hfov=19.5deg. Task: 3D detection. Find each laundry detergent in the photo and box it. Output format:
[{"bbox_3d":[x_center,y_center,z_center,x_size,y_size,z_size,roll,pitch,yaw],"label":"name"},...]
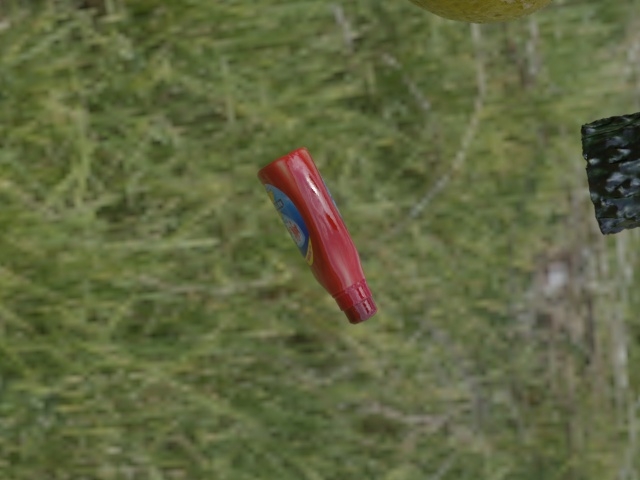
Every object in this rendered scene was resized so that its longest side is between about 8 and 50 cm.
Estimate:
[{"bbox_3d":[0.000,0.000,1.683,0.165,0.049,0.097,63,-12,1],"label":"laundry detergent"}]

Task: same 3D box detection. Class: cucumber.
[{"bbox_3d":[0.377,-0.073,1.389,0.096,0.359,0.096,-9,90,-71],"label":"cucumber"}]

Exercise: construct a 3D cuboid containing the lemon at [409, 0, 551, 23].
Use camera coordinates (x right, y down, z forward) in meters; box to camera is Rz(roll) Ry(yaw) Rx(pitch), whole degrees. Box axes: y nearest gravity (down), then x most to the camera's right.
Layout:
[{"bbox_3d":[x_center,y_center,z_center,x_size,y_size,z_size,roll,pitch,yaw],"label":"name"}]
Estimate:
[{"bbox_3d":[0.154,-0.328,1.763,0.267,0.267,0.267,19,69,-62],"label":"lemon"}]
